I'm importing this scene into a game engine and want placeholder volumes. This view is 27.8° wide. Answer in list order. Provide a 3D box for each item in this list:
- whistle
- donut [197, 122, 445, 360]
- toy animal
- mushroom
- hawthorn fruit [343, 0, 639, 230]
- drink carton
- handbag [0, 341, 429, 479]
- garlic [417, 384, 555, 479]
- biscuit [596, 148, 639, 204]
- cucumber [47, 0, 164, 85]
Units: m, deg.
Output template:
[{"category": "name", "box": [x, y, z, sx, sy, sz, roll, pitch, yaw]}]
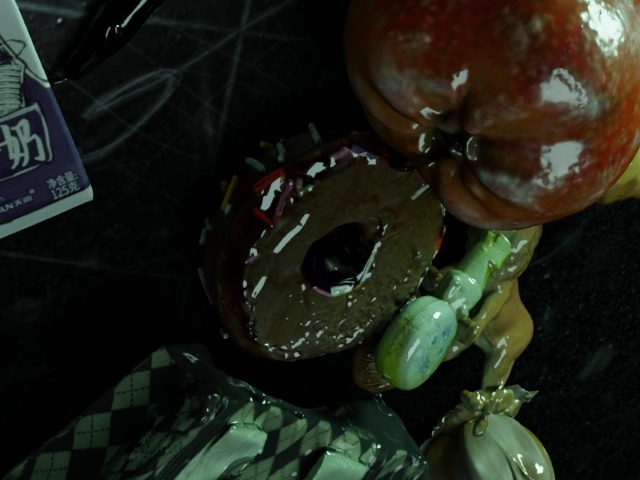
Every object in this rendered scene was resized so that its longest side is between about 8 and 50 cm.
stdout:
[{"category": "whistle", "box": [0.125, 0.069, 1.352, 0.198, 0.057, 0.104, -52, 154, -13]}, {"category": "donut", "box": [0.000, 0.000, 1.274, 0.269, 0.103, 0.270, -21, 133, -25]}, {"category": "toy animal", "box": [0.199, 0.072, 1.490, 0.157, 0.097, 0.312, -34, 139, -19]}, {"category": "mushroom", "box": [0.074, 0.106, 1.424, 0.109, 0.085, 0.126, 12, 91, -29]}, {"category": "hawthorn fruit", "box": [0.162, -0.150, 1.152, 0.284, 0.284, 0.284, -20, 133, -23]}, {"category": "drink carton", "box": [-0.274, -0.111, 0.975, 0.134, 0.102, 0.222, -22, 133, -9]}, {"category": "handbag", "box": [-0.103, 0.259, 1.327, 0.317, 0.180, 0.416, -47, 143, 17]}, {"category": "garlic", "box": [0.251, 0.275, 1.620, 0.207, 0.256, 0.207, 15, 71, -52]}, {"category": "biscuit", "box": [0.355, -0.189, 1.382, 0.325, 0.107, 0.326, -19, 135, -20]}, {"category": "cucumber", "box": [-0.164, -0.180, 1.052, 0.043, 0.039, 0.163, 36, 99, -22]}]
